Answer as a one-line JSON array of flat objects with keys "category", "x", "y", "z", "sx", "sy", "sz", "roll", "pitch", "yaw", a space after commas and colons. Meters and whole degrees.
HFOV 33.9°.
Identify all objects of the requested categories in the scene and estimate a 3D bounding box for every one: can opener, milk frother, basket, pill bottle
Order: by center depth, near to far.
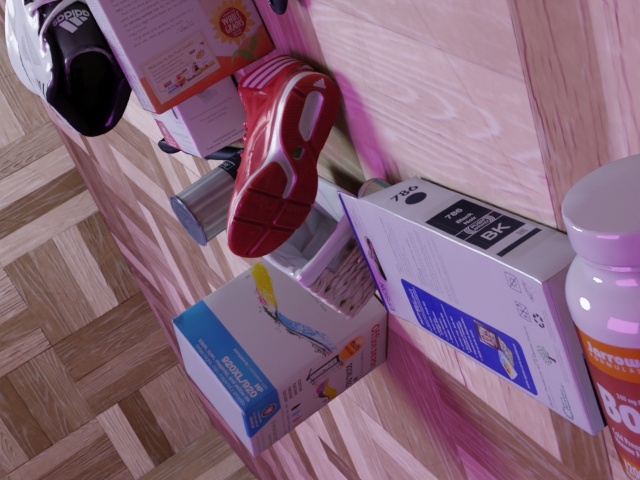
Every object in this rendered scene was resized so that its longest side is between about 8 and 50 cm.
[{"category": "pill bottle", "x": 0.225, "y": 0.058, "z": 0.662, "sx": 0.121, "sy": 0.121, "sz": 0.216, "roll": 29, "pitch": 148, "yaw": 59}, {"category": "basket", "x": 0.000, "y": 0.000, "z": 1.200, "sx": 0.103, "sy": 0.113, "sz": 0.167, "roll": 42, "pitch": 175, "yaw": -37}, {"category": "milk frother", "x": -0.119, "y": -0.037, "z": 1.459, "sx": 0.143, "sy": 0.135, "sz": 0.129, "roll": 56, "pitch": 163, "yaw": -7}, {"category": "can opener", "x": -0.168, "y": -0.140, "z": 1.563, "sx": 0.186, "sy": 0.073, "sz": 0.059, "roll": 13, "pitch": 143, "yaw": 50}]

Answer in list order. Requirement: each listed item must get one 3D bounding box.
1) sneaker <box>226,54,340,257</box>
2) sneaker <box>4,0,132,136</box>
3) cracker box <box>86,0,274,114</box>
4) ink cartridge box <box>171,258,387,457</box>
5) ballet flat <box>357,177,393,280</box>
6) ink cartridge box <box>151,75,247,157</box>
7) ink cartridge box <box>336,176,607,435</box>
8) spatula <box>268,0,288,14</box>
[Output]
[{"category": "sneaker", "x": -0.055, "y": -0.098, "z": 1.152, "sx": 0.087, "sy": 0.221, "sz": 0.128, "roll": 16, "pitch": -159, "yaw": -31}, {"category": "sneaker", "x": -0.293, "y": -0.324, "z": 1.208, "sx": 0.257, "sy": 0.169, "sz": 0.447, "roll": 45, "pitch": 150, "yaw": 46}, {"category": "cracker box", "x": -0.171, "y": -0.275, "z": 1.134, "sx": 0.067, "sy": 0.156, "sz": 0.232, "roll": 27, "pitch": 145, "yaw": 61}, {"category": "ink cartridge box", "x": -0.049, "y": 0.136, "z": 1.407, "sx": 0.168, "sy": 0.233, "sz": 0.171, "roll": 47, "pitch": 161, "yaw": 24}, {"category": "ballet flat", "x": 0.082, "y": 0.011, "z": 1.116, "sx": 0.052, "sy": 0.057, "sz": 0.168, "roll": 20, "pitch": 141, "yaw": 49}, {"category": "ink cartridge box", "x": -0.192, "y": -0.231, "z": 1.397, "sx": 0.158, "sy": 0.092, "sz": 0.218, "roll": 24, "pitch": 142, "yaw": 62}, {"category": "ink cartridge box", "x": 0.143, "y": 0.040, "z": 0.975, "sx": 0.333, "sy": 0.065, "sz": 0.165, "roll": 28, "pitch": 147, "yaw": 57}, {"category": "spatula", "x": -0.049, "y": -0.313, "z": 0.930, "sx": 0.084, "sy": 0.030, "sz": 0.296, "roll": 55, "pitch": 166, "yaw": 32}]
